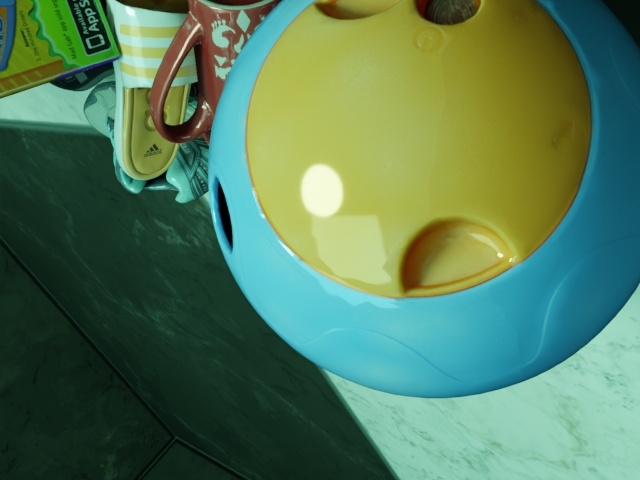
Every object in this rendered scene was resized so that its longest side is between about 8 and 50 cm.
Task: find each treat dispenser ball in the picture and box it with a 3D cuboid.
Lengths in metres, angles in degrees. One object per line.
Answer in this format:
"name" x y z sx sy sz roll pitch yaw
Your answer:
"treat dispenser ball" 0.072 -0.044 0.562 0.288 0.288 0.288 34 154 19

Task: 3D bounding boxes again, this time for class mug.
"mug" -0.073 -0.156 0.778 0.113 0.150 0.169 26 147 19

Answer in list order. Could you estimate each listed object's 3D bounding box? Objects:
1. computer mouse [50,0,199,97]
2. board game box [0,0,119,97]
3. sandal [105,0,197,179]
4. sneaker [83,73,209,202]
"computer mouse" -0.243 -0.242 0.992 0.272 0.072 0.188 -1 130 41
"board game box" -0.471 -0.269 0.812 0.356 0.356 0.356 5 117 54
"sandal" -0.148 -0.160 0.858 0.076 0.102 0.265 42 139 35
"sneaker" -0.221 -0.126 1.069 0.283 0.122 0.110 22 149 39
